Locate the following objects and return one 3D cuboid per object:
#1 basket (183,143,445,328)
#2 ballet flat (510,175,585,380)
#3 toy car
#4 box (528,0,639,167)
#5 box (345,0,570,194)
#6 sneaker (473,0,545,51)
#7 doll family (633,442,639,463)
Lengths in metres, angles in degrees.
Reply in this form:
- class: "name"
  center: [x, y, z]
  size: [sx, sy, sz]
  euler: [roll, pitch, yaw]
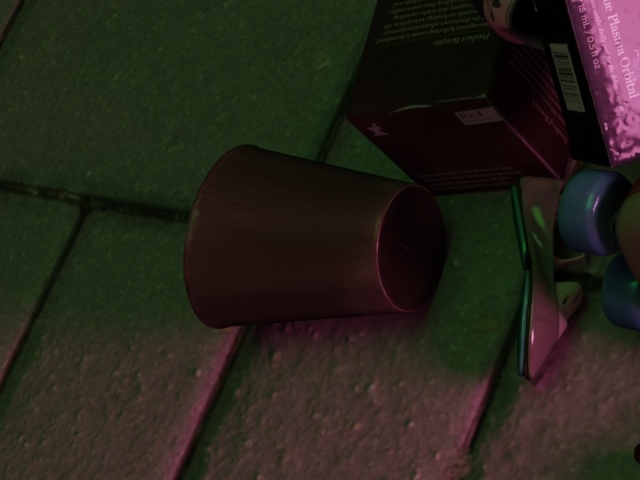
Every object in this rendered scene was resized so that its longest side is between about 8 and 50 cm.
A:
- class: "basket"
  center: [0.000, 0.000, 1.716]
  size: [0.227, 0.154, 0.204]
  euler: [3, 66, 35]
- class: "ballet flat"
  center: [0.216, 0.031, 1.583]
  size: [0.068, 0.072, 0.213]
  euler: [0, 60, 3]
- class: "toy car"
  center: [0.365, -0.039, 1.430]
  size: [0.219, 0.210, 0.238]
  euler: [10, 57, 42]
- class: "box"
  center: [0.277, -0.161, 1.412]
  size: [0.158, 0.156, 0.093]
  euler: [-20, 12, -9]
- class: "box"
  center: [0.156, -0.176, 1.692]
  size: [0.168, 0.167, 0.203]
  euler: [-3, 61, 37]
- class: "sneaker"
  center: [0.291, -0.188, 1.521]
  size: [0.131, 0.319, 0.112]
  euler: [-88, 9, -63]
- class: "doll family"
  center: [0.325, 0.181, 1.392]
  size: [0.193, 0.076, 0.111]
  euler: [-35, 51, 19]
